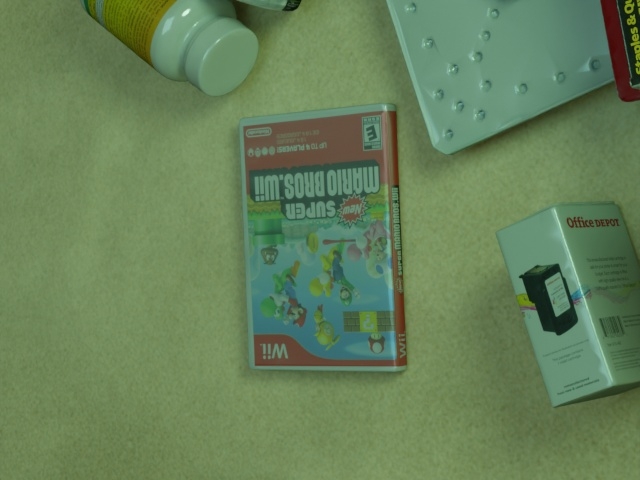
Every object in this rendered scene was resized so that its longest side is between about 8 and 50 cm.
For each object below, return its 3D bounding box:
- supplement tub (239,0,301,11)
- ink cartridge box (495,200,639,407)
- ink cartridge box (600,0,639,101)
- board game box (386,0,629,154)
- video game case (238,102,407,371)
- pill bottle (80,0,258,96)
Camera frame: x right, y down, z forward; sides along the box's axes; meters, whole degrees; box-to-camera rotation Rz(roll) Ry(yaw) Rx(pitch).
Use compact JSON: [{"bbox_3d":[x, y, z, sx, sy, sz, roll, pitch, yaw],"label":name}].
[{"bbox_3d":[-0.054,-0.351,1.691,0.117,0.117,0.190,25,106,34],"label":"supplement tub"},{"bbox_3d":[0.249,0.058,1.470,0.072,0.127,0.175,-26,75,37],"label":"ink cartridge box"},{"bbox_3d":[0.323,-0.291,1.343,0.272,0.130,0.309,-14,84,37],"label":"ink cartridge box"},{"bbox_3d":[0.222,-0.329,1.527,0.390,0.050,0.390,-24,78,34],"label":"board game box"},{"bbox_3d":[0.000,0.000,1.718,0.204,0.025,0.285,-3,90,37],"label":"video game case"},{"bbox_3d":[-0.169,-0.253,1.779,0.208,0.118,0.117,40,113,29],"label":"pill bottle"}]
